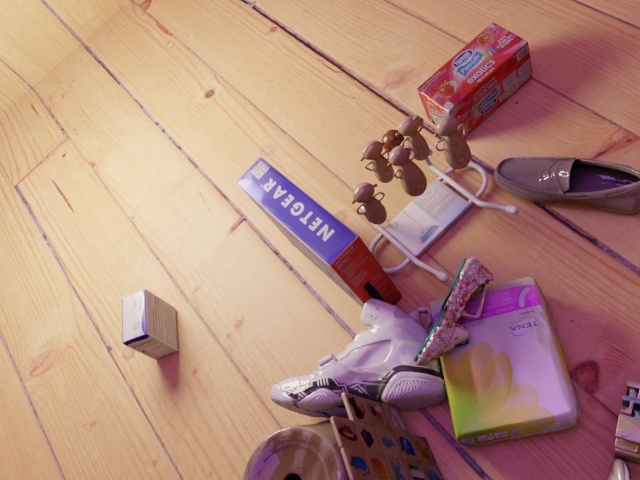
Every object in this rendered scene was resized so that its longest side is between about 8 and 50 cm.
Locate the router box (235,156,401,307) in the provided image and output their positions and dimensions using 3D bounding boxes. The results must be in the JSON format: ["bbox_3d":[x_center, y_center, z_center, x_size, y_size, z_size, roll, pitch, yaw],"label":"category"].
[{"bbox_3d":[0.000,0.000,1.404,0.082,0.301,0.335,-46,55,-5],"label":"router box"}]

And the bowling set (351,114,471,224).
[{"bbox_3d":[0.159,-0.192,1.387,0.287,0.154,0.200,-36,51,3],"label":"bowling set"}]

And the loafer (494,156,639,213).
[{"bbox_3d":[0.527,-0.136,1.357,0.319,0.111,0.112,11,68,29],"label":"loafer"}]

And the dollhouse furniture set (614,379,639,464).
[{"bbox_3d":[0.565,0.299,1.050,0.128,0.184,0.129,10,67,28],"label":"dollhouse furniture set"}]

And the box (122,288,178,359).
[{"bbox_3d":[-0.420,0.209,1.576,0.072,0.137,0.126,-22,56,13],"label":"box"}]

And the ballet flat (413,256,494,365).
[{"bbox_3d":[0.262,0.144,1.222,0.077,0.091,0.241,27,80,11],"label":"ballet flat"}]

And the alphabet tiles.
[{"bbox_3d":[0.144,0.429,1.105,0.011,0.285,0.343,-42,47,23],"label":"alphabet tiles"}]

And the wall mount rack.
[{"bbox_3d":[0.259,-0.049,1.419,0.350,0.130,0.304,-44,54,-3],"label":"wall mount rack"}]

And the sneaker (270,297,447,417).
[{"bbox_3d":[0.075,0.249,1.337,0.365,0.137,0.210,-9,58,15],"label":"sneaker"}]

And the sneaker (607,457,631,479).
[{"bbox_3d":[0.480,0.447,1.083,0.075,0.057,0.161,8,69,22],"label":"sneaker"}]

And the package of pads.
[{"bbox_3d":[0.354,0.232,1.236,0.229,0.101,0.297,-16,57,17],"label":"package of pads"}]

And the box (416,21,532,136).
[{"bbox_3d":[0.378,-0.385,1.555,0.257,0.128,0.123,-42,54,-2],"label":"box"}]

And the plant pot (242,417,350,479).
[{"bbox_3d":[0.000,0.464,1.157,0.323,0.280,0.323,-11,59,20],"label":"plant pot"}]
